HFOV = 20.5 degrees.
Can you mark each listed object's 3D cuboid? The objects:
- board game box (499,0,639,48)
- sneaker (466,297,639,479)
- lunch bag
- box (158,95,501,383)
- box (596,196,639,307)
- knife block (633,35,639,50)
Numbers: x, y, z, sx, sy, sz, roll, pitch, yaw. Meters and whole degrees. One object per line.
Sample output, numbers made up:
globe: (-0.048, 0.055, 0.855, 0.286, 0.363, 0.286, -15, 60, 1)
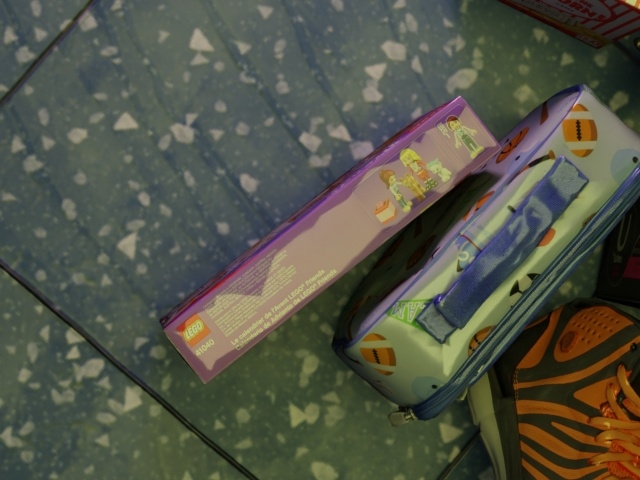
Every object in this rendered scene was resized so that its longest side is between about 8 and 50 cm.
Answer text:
board game box: (0.199, -0.219, 1.459, 0.147, 0.193, 0.045, 25, 87, -5)
sneaker: (0.230, 0.169, 1.395, 0.180, 0.321, 0.125, -40, 136, 24)
lunch bag: (0.135, 0.017, 1.425, 0.115, 0.243, 0.303, 41, 85, -4)
box: (0.000, 0.000, 1.433, 0.293, 0.201, 0.057, -38, 93, -5)
box: (0.392, 0.013, 1.491, 0.270, 0.165, 0.143, 12, 89, -5)
knife block: (0.382, -0.193, 1.450, 0.276, 0.242, 0.088, -30, 101, -6)
